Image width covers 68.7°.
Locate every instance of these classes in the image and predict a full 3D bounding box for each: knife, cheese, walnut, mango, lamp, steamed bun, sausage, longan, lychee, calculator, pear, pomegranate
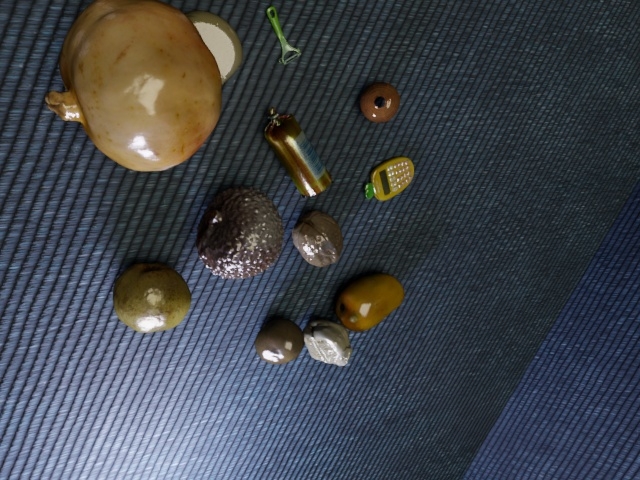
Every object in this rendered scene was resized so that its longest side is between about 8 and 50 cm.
[{"bbox_3d":[-0.122,-0.623,1.421,0.078,0.023,0.166,-39,125,-16],"label":"knife"},{"bbox_3d":[-0.320,-0.547,1.309,0.175,0.091,0.202,-47,123,-2],"label":"cheese"},{"bbox_3d":[-0.002,0.000,1.671,0.178,0.178,0.230,-38,129,-9],"label":"walnut"},{"bbox_3d":[0.204,0.241,1.877,0.317,0.173,0.211,-22,120,-26],"label":"mango"},{"bbox_3d":[0.202,-0.470,1.594,0.136,0.136,0.136,-11,115,-24],"label":"lamp"},{"bbox_3d":[0.044,0.388,1.844,0.144,0.211,0.218,-48,127,-33],"label":"steamed bun"},{"bbox_3d":[-0.088,-0.291,1.530,0.125,0.117,0.317,-27,121,13],"label":"sausage"},{"bbox_3d":[-0.153,0.377,1.749,0.187,0.167,0.167,-22,120,-4],"label":"longan"},{"bbox_3d":[-0.239,-0.019,1.461,0.300,0.300,0.300,-11,115,-24],"label":"lychee"},{"bbox_3d":[0.261,-0.234,1.787,0.235,0.032,0.146,-28,121,-17],"label":"calculator"},{"bbox_3d":[-0.516,0.168,1.444,0.229,0.188,0.211,-6,125,-26],"label":"pear"},{"bbox_3d":[-0.448,-0.366,1.142,0.412,0.411,0.411,-11,115,-24],"label":"pomegranate"}]
